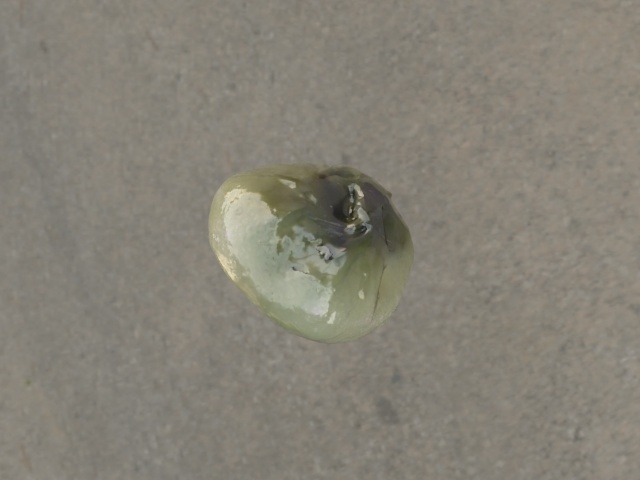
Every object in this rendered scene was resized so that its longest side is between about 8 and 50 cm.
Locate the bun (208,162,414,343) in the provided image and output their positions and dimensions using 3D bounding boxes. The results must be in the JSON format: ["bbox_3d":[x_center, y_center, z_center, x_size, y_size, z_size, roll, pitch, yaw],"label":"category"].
[{"bbox_3d":[-0.001,-0.004,1.291,0.273,0.273,0.168,55,131,26],"label":"bun"}]
